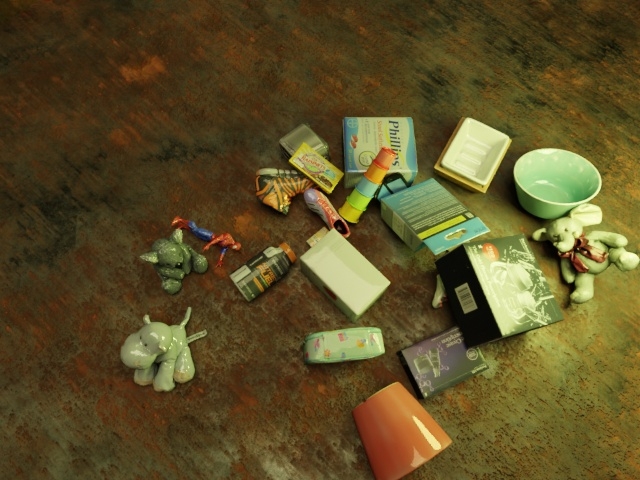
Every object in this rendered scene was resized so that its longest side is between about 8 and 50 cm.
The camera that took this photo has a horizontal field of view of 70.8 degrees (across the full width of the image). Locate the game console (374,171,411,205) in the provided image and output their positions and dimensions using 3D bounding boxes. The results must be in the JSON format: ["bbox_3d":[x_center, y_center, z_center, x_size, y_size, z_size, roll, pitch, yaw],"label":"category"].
[{"bbox_3d":[0.296,-0.187,1.810,0.124,0.144,0.085,-22,51,24],"label":"game console"}]

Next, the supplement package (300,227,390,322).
[{"bbox_3d":[0.085,0.134,1.679,0.175,0.177,0.293,-42,75,-15],"label":"supplement package"}]

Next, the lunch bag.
[{"bbox_3d":[0.068,0.371,1.575,0.280,0.224,0.107,-3,74,-9],"label":"lunch bag"}]

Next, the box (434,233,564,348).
[{"bbox_3d":[0.636,0.175,1.623,0.313,0.179,0.342,-7,69,-28],"label":"box"}]

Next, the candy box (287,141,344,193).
[{"bbox_3d":[-0.017,-0.286,1.782,0.206,0.027,0.105,37,71,-6],"label":"candy box"}]

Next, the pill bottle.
[{"bbox_3d":[-0.210,0.109,1.708,0.246,0.130,0.130,-37,75,-13],"label":"pill bottle"}]

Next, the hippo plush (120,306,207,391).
[{"bbox_3d":[-0.539,0.383,1.545,0.294,0.236,0.234,-35,74,-13],"label":"hippo plush"}]

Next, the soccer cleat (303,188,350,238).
[{"bbox_3d":[0.030,-0.108,1.772,0.083,0.095,0.248,-40,98,-13],"label":"soccer cleat"}]

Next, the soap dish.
[{"bbox_3d":[0.635,-0.353,1.899,0.229,0.118,0.290,29,72,9],"label":"soap dish"}]

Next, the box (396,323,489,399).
[{"bbox_3d":[0.436,0.431,1.621,0.262,0.103,0.184,-22,75,-9],"label":"box"}]

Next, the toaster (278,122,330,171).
[{"bbox_3d":[-0.073,-0.388,1.887,0.147,0.129,0.227,-34,62,-10],"label":"toaster"}]

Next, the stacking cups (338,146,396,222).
[{"bbox_3d":[0.189,-0.218,1.758,0.096,0.096,0.316,38,115,12],"label":"stacking cups"}]

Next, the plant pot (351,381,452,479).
[{"bbox_3d":[0.244,0.621,1.475,0.275,0.275,0.243,-28,65,-11],"label":"plant pot"}]

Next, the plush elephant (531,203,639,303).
[{"bbox_3d":[0.970,0.015,1.703,0.256,0.271,0.329,31,43,-4],"label":"plush elephant"}]

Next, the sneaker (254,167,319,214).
[{"bbox_3d":[-0.106,-0.191,1.838,0.322,0.124,0.179,1,83,-4],"label":"sneaker"}]

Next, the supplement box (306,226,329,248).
[{"bbox_3d":[0.000,0.000,1.801,0.098,0.036,0.062,-40,75,-14],"label":"supplement box"}]

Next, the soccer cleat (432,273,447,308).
[{"bbox_3d":[0.473,0.173,1.739,0.076,0.068,0.196,26,72,29],"label":"soccer cleat"}]

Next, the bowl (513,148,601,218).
[{"bbox_3d":[0.919,-0.206,1.804,0.312,0.163,0.311,-3,53,4],"label":"bowl"}]

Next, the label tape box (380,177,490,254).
[{"bbox_3d":[0.425,-0.070,1.720,0.249,0.115,0.347,-23,50,-16],"label":"label tape box"}]

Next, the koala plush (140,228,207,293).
[{"bbox_3d":[-0.562,0.055,1.672,0.196,0.221,0.203,-39,75,-13],"label":"koala plush"}]

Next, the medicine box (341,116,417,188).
[{"bbox_3d":[0.238,-0.365,1.879,0.290,0.149,0.263,-1,70,-1],"label":"medicine box"}]

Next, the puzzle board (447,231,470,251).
[{"bbox_3d":[0.555,0.020,1.819,0.097,0.011,0.128,-32,74,-13],"label":"puzzle board"}]

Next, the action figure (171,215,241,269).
[{"bbox_3d":[-0.455,0.012,1.761,0.281,0.091,0.138,16,64,6],"label":"action figure"}]
